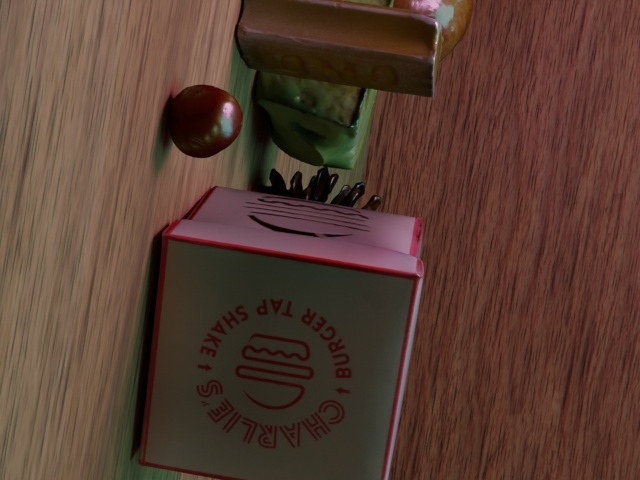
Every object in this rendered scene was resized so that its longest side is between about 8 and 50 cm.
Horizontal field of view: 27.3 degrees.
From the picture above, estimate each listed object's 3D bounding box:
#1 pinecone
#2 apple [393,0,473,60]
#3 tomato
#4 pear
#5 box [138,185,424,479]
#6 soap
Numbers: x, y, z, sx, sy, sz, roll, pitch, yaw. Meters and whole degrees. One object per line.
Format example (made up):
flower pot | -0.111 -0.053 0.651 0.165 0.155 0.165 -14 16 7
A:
pinecone | 0.005 0.004 2.145 0.264 0.264 0.264 10 90 -83
apple | 0.107 -0.427 2.277 0.277 0.309 0.250 -32 174 -22
tomato | -0.134 -0.139 1.509 0.075 0.087 0.087 59 33 -38
pear | 0.004 -0.252 2.112 0.282 0.176 0.286 85 21 -72
box | -0.040 0.120 1.701 0.300 0.314 0.312 -67 166 -73
soap | 0.031 -0.275 1.848 0.173 0.274 0.089 63 37 -79
